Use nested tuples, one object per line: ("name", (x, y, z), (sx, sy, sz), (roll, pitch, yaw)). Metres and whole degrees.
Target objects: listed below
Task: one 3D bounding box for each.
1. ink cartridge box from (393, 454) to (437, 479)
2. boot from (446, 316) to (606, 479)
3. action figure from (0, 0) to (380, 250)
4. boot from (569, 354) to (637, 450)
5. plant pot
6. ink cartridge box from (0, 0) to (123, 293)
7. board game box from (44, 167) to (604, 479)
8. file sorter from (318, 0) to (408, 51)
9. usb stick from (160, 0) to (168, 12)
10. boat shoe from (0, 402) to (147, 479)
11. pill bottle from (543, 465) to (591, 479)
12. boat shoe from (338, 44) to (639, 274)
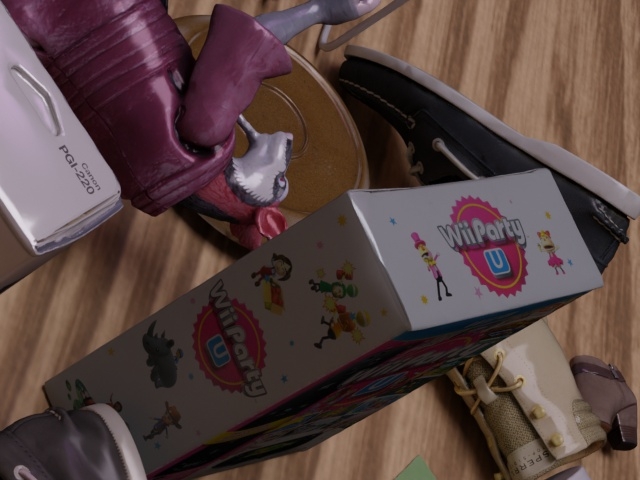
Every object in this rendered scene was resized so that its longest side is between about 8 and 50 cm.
("ink cartridge box", (0.083, 0.271, 1.434), (0.171, 0.056, 0.235), (57, 39, -1))
("boot", (0.127, 0.105, 1.566), (0.262, 0.095, 0.203), (0, 63, -54))
("action figure", (-0.141, -0.133, 1.301), (0.370, 0.248, 0.275), (53, 38, -2))
("boot", (0.241, 0.143, 1.720), (0.118, 0.042, 0.087), (20, 45, -41))
("plant pot", (-0.046, -0.091, 1.535), (0.236, 0.032, 0.236), (27, 42, -28))
("ink cartridge box", (-0.243, -0.027, 1.132), (0.159, 0.218, 0.092), (56, 37, -2))
("board game box", (0.000, 0.064, 1.274), (0.224, 0.303, 0.097), (-9, 70, -50))
("file sorter", (-0.017, -0.331, 1.630), (0.277, 0.193, 0.173), (41, 43, -22))
("usb stick", (-0.230, -0.240, 1.442), (0.278, 0.045, 0.077), (31, 38, -31))
("boat shoe", (-0.125, 0.260, 1.171), (0.095, 0.112, 0.335), (-12, 68, -33))
("pill bottle", (0.221, 0.282, 1.533), (0.112, 0.112, 0.187), (-27, 86, -53))
("boat shoe", (0.126, -0.069, 1.620), (0.302, 0.091, 0.114), (31, 2, 27))
